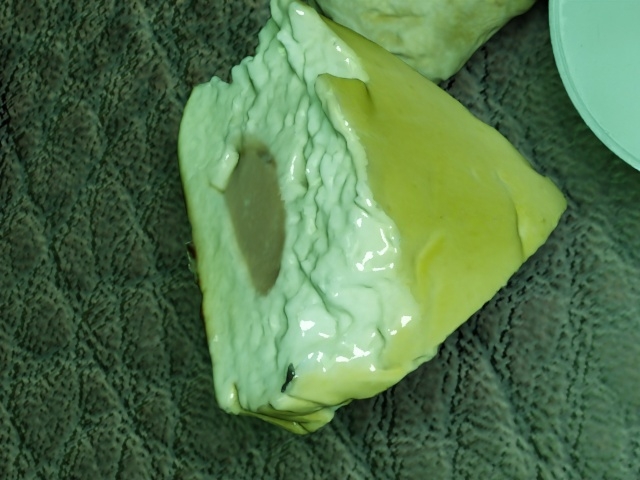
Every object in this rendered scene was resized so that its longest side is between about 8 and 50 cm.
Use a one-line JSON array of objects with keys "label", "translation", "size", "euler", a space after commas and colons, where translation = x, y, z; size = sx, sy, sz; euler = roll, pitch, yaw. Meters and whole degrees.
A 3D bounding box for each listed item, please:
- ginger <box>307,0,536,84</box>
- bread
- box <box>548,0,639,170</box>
[{"label": "ginger", "translation": [0.110, -0.258, 1.044], "size": [0.190, 0.126, 0.354], "euler": [16, 89, 33]}, {"label": "bread", "translation": [-0.010, -0.005, 0.985], "size": [0.224, 0.211, 0.183], "euler": [44, 128, -4]}, {"label": "box", "translation": [0.258, -0.119, 0.931], "size": [0.226, 0.149, 0.226], "euler": [-5, 78, 25]}]
